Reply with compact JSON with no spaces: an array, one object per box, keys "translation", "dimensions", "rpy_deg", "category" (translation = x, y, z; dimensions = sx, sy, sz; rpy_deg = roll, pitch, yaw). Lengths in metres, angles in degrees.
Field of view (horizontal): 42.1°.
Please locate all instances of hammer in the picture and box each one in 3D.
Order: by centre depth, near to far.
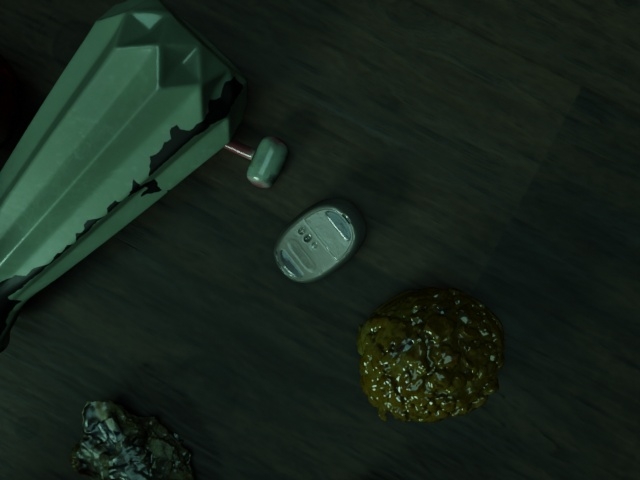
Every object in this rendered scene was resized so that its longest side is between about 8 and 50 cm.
[{"translation":[-0.076,-0.088,0.826],"dimensions":[0.083,0.031,0.052],"rpy_deg":[26,90,10],"category":"hammer"}]

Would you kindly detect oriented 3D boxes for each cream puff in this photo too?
[{"translation":[0.104,0.108,0.778],"dimensions":[0.144,0.103,0.126],"rpy_deg":[-18,89,-1],"category":"cream puff"}]

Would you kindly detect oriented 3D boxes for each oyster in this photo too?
[{"translation":[-0.183,0.229,0.831],"dimensions":[0.148,0.051,0.103],"rpy_deg":[25,100,-7],"category":"oyster"}]

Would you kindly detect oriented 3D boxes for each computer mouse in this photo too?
[{"translation":[0.001,-0.001,0.817],"dimensions":[0.096,0.039,0.066],"rpy_deg":[-39,88,12],"category":"computer mouse"}]

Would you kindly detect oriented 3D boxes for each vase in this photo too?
[{"translation":[-0.229,-0.055,0.784],"dimensions":[0.165,0.165,0.360],"rpy_deg":[44,99,3],"category":"vase"}]

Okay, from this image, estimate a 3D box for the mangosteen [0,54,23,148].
[{"translation":[-0.363,-0.115,0.783],"dimensions":[0.146,0.156,0.181],"rpy_deg":[5,74,21],"category":"mangosteen"}]
